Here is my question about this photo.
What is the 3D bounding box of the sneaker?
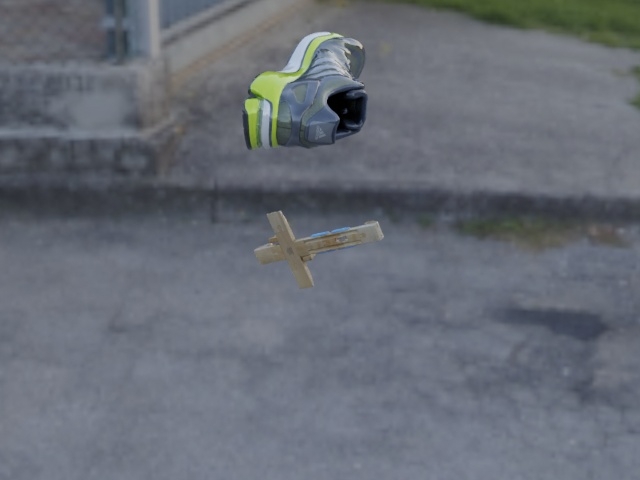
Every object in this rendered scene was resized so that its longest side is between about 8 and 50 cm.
[{"bbox_3d":[0.009,-0.177,1.571,0.121,0.111,0.300,13,31,16],"label":"sneaker"}]

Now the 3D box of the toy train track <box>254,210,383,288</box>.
[{"bbox_3d":[0.000,0.000,0.697,0.083,0.048,0.014,-12,20,36],"label":"toy train track"}]
